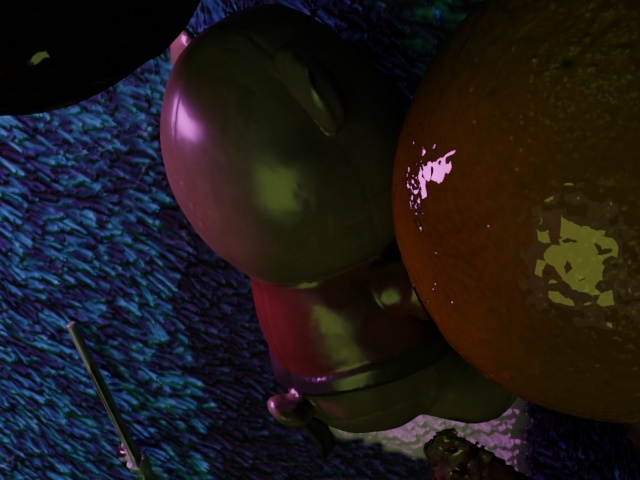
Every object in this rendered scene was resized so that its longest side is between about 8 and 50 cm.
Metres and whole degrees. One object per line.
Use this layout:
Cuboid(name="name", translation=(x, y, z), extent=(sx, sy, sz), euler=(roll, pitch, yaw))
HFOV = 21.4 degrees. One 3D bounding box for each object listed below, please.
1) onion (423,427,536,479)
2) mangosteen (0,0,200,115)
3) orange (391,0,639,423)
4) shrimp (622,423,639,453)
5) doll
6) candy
Cuboid(name="onion", translation=(0.180, 0.277, 1.196), extent=(0.349, 0.159, 0.267), euler=(30, 152, -21))
Cuboid(name="mangosteen", translation=(-0.192, -0.216, 1.006), extent=(0.233, 0.287, 0.287), euler=(8, 133, 54))
Cuboid(name="orange", translation=(0.174, -0.027, 0.950), extent=(0.274, 0.274, 0.274), euler=(16, 132, 19))
Cuboid(name="shrimp", translation=(0.277, 0.157, 1.200), extent=(0.143, 0.052, 0.251), euler=(25, 136, 33))
Cuboid(name="doll", translation=(0.000, 0.000, 1.136), extent=(0.235, 0.174, 0.330), euler=(22, 140, 61))
Cuboid(name="candy", translation=(-0.159, 0.198, 1.476), extent=(0.078, 0.084, 0.287), euler=(-9, 113, 40))
